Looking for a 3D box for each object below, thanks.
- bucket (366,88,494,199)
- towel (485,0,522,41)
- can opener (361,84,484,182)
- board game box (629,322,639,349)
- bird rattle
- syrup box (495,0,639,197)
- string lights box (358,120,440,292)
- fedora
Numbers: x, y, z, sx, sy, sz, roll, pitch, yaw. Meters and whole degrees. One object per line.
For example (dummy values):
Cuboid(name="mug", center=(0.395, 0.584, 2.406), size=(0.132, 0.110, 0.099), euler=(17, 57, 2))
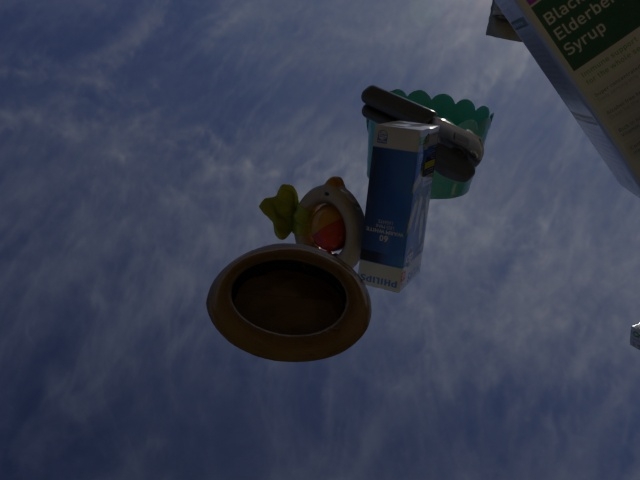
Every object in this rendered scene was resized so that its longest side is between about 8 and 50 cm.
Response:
Cuboid(name="bucket", center=(0.233, -0.220, 1.449), size=(0.282, 0.183, 0.281), euler=(6, -155, -3))
Cuboid(name="towel", center=(0.384, -0.417, 0.883), size=(0.312, 0.324, 0.056), euler=(24, -150, 38))
Cuboid(name="can opener", center=(0.185, -0.211, 1.225), size=(0.280, 0.074, 0.093), euler=(36, -120, 28))
Cuboid(name="board game box", center=(0.826, 0.189, 1.322), size=(0.306, 0.193, 0.053), euler=(-18, -64, -20))
Cuboid(name="bird rattle", center=(0.000, 0.000, 1.157), size=(0.143, 0.207, 0.253), euler=(1, -119, -38))
Cuboid(name="syrup box", center=(0.227, -0.153, 0.506), size=(0.093, 0.096, 0.236), euler=(-35, -82, 17))
Cuboid(name="string lights box", center=(0.128, -0.060, 1.059), size=(0.077, 0.133, 0.259), euler=(11, -73, 21))
Cuboid(name="fedora", center=(-0.038, 0.088, 0.779), size=(0.195, 0.079, 0.194), euler=(3, -136, -3))
